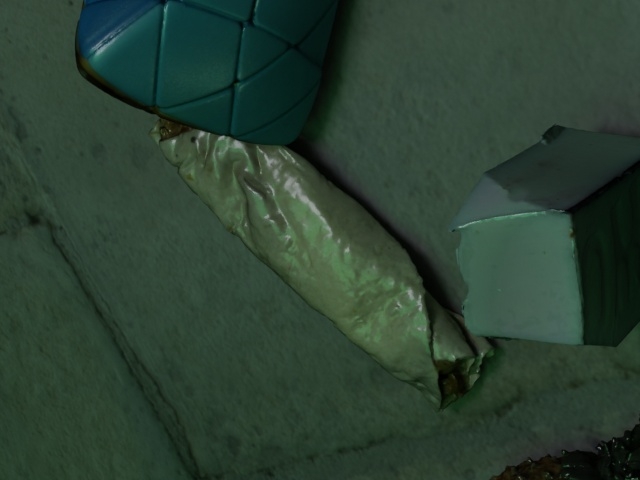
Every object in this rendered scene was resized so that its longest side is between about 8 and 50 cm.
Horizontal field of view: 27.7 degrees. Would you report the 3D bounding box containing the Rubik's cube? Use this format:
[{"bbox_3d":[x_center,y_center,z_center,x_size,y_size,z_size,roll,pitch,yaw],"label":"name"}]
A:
[{"bbox_3d":[-0.052,-0.190,1.106,0.254,0.254,0.254,17,123,29],"label":"Rubik's cube"}]

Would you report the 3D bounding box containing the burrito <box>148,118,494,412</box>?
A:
[{"bbox_3d":[0.000,0.000,1.210,0.392,0.076,0.117,44,125,7],"label":"burrito"}]

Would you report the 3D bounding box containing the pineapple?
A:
[{"bbox_3d":[0.227,0.221,1.151,0.198,0.108,0.108,-42,86,30],"label":"pineapple"}]

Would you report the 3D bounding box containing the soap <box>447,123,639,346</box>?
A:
[{"bbox_3d":[0.193,-0.001,0.955,0.091,0.230,0.145,6,117,35],"label":"soap"}]
